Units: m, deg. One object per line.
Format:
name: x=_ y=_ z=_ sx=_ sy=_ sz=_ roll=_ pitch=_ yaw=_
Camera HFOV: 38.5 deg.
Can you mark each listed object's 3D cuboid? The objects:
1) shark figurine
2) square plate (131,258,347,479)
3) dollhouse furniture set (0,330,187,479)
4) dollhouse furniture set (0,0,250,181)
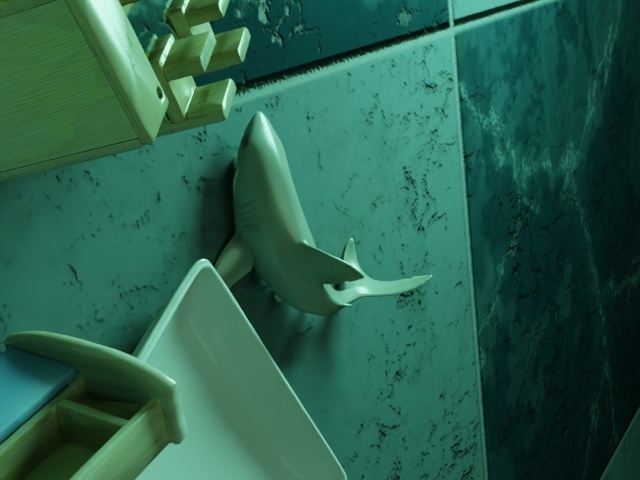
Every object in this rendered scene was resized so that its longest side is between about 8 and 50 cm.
shark figurine: x=0.006 y=0.026 z=0.855 sx=0.278 sy=0.116 sz=0.166 roll=46 pitch=57 yaw=-47
square plate: x=-0.115 y=0.251 z=0.746 sx=0.344 sy=0.049 sz=0.347 roll=-61 pitch=140 yaw=-34
dollhouse furniture set: x=-0.157 y=0.036 z=0.436 sx=0.198 sy=0.286 sz=0.304 roll=-46 pitch=140 yaw=-48
dollhouse furniture set: x=-0.170 y=-0.149 z=0.576 sx=0.242 sy=0.160 sz=0.212 roll=-82 pitch=156 yaw=-50
